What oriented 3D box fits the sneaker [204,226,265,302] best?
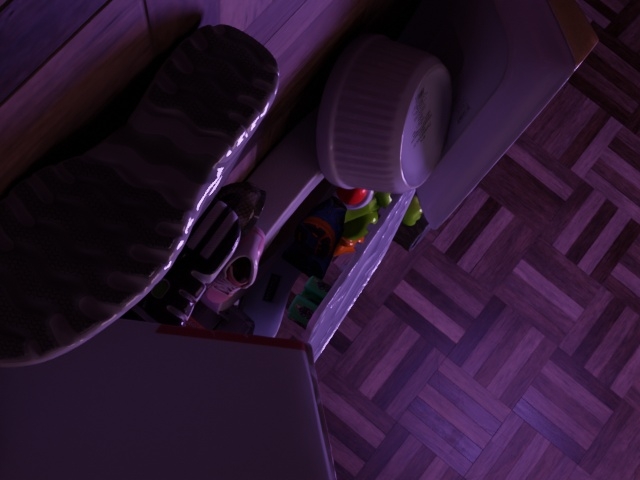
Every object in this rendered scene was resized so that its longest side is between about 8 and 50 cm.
[{"bbox_3d":[-0.118,0.046,1.074,0.134,0.051,0.070,-52,-163,31],"label":"sneaker"}]

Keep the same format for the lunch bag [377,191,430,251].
[{"bbox_3d":[0.200,-0.136,2.113,0.212,0.256,0.305,-51,175,-12],"label":"lunch bag"}]

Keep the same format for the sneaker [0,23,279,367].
[{"bbox_3d":[-0.125,-0.019,0.571,0.281,0.105,0.115,-49,176,-25],"label":"sneaker"}]

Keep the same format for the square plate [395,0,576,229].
[{"bbox_3d":[0.192,-0.249,1.178,0.347,0.049,0.344,125,-36,-47],"label":"square plate"}]

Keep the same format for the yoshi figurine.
[{"bbox_3d":[0.119,-0.136,1.623,0.362,0.204,0.203,-47,-147,42],"label":"yoshi figurine"}]

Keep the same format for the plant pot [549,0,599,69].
[{"bbox_3d":[0.324,-0.366,1.380,0.237,0.254,0.237,-51,177,-4],"label":"plant pot"}]

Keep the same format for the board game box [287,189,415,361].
[{"bbox_3d":[0.041,0.061,1.396,0.390,0.050,0.390,-54,171,-30],"label":"board game box"}]

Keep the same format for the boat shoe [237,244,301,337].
[{"bbox_3d":[-0.084,0.051,1.591,0.105,0.113,0.306,-139,-114,-71],"label":"boat shoe"}]

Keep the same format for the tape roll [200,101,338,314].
[{"bbox_3d":[-0.055,-0.058,1.271,0.392,0.072,0.392,-50,177,-4],"label":"tape roll"}]

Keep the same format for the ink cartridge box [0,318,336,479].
[{"bbox_3d":[-0.199,0.244,0.759,0.384,0.279,0.160,-54,-142,40],"label":"ink cartridge box"}]

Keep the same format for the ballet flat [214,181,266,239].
[{"bbox_3d":[-0.147,0.007,1.033,0.250,0.058,0.084,-47,-153,43],"label":"ballet flat"}]

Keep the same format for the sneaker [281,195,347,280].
[{"bbox_3d":[0.000,0.000,1.356,0.087,0.083,0.221,-52,179,-24],"label":"sneaker"}]

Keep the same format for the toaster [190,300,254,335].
[{"bbox_3d":[-0.206,0.188,1.461,0.146,0.129,0.227,-51,177,-27],"label":"toaster"}]

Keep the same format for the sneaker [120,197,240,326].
[{"bbox_3d":[-0.187,0.086,0.902,0.281,0.106,0.162,-50,179,-15],"label":"sneaker"}]

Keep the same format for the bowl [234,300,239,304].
[{"bbox_3d":[-0.136,0.071,1.716,0.142,0.053,0.142,-53,174,24],"label":"bowl"}]

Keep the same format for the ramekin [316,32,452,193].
[{"bbox_3d":[0.091,-0.158,1.082,0.207,0.109,0.207,-42,141,-46],"label":"ramekin"}]

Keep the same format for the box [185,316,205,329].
[{"bbox_3d":[-0.240,0.213,1.131,0.142,0.154,0.300,-47,176,-35],"label":"box"}]
